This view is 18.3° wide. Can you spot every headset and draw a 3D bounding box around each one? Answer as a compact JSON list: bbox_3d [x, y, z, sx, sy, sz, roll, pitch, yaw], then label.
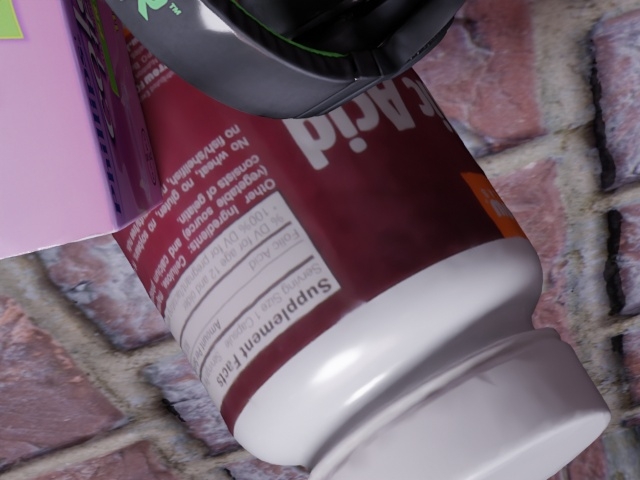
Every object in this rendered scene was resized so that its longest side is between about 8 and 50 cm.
[{"bbox_3d":[0.016,-0.208,1.075,0.185,0.243,0.394,-28,177,33],"label":"headset"}]

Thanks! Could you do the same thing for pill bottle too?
[{"bbox_3d":[0.000,0.000,1.265,0.224,0.392,0.224,-30,164,-10],"label":"pill bottle"}]

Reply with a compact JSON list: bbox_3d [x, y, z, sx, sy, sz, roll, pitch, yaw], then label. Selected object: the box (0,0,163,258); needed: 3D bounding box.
[{"bbox_3d":[-0.174,-0.102,1.069,0.117,0.213,0.243,-13,-176,3],"label":"box"}]
